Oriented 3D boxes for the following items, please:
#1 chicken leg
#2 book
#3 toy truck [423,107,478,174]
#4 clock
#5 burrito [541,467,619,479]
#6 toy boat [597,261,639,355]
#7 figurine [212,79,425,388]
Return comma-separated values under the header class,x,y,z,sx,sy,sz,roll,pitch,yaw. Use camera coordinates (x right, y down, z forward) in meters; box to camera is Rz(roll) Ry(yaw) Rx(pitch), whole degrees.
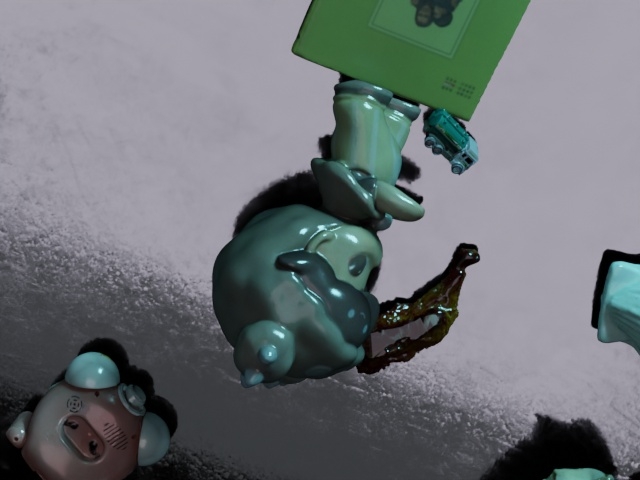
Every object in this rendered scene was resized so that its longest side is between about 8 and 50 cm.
class,x,y,z,sx,sy,sz,roll,pitch,yaw
chicken leg,0.114,0.095,1.963,0.219,0.048,0.089,-30,102,8
book,0.140,-0.331,1.833,0.239,0.035,0.352,19,111,-17
toy truck,0.155,-0.119,1.906,0.044,0.039,0.083,-32,123,27
clock,-0.285,0.238,1.990,0.162,0.093,0.166,-39,97,6
burrito,0.269,0.417,1.981,0.190,0.135,0.332,34,98,-14
toy boat,0.483,0.100,1.924,0.290,0.100,0.199,7,102,-1
figurine,0.001,-0.001,1.870,0.203,0.248,0.381,24,90,7
